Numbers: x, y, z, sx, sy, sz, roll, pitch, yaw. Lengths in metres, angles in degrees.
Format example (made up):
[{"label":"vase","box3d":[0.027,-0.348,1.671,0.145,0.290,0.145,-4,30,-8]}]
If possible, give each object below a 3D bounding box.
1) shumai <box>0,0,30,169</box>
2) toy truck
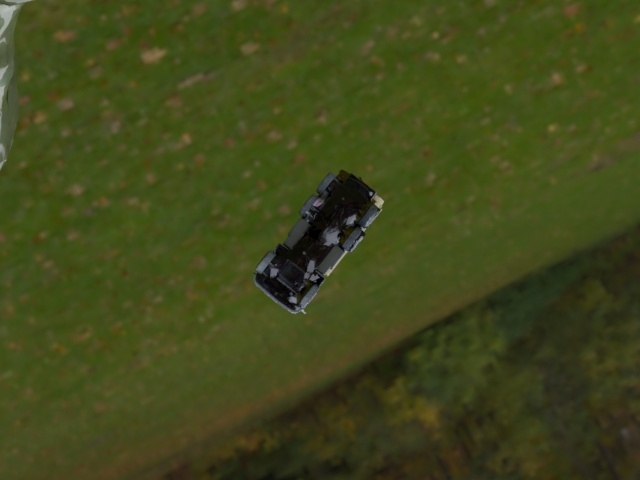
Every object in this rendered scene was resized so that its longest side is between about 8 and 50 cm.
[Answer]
[{"label":"shumai","box3d":[-0.229,-0.182,0.700,0.324,0.397,0.323,7,155,-44]},{"label":"toy truck","box3d":[0.000,0.000,1.192,0.123,0.052,0.063,-52,177,-9]}]
